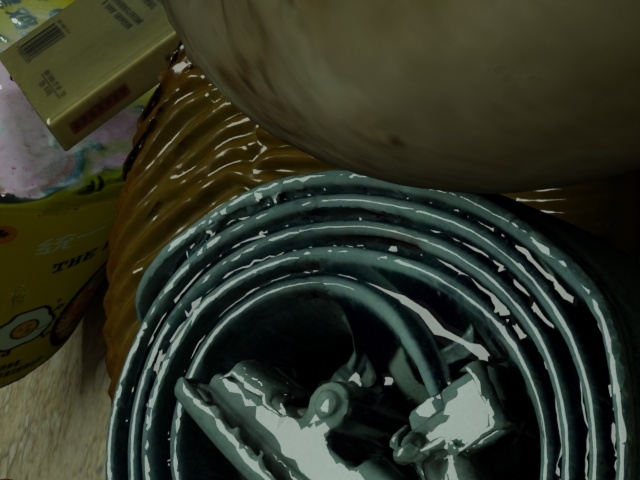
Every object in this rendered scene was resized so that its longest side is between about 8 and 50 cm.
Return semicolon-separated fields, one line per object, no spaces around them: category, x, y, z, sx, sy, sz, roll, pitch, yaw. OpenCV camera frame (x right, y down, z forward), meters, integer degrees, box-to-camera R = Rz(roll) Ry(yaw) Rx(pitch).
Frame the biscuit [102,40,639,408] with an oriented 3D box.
biscuit;0.005;0.001;0.807;0.318;0.040;0.318;-15;69;44

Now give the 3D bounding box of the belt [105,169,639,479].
belt;0.021;0.077;0.657;0.267;0.116;0.206;21;89;43

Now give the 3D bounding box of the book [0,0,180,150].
book;-0.080;-0.149;1.090;0.231;0.026;0.161;-36;27;-3

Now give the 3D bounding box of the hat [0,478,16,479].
hat;-0.177;0.324;0.913;0.285;0.285;0.400;-55;48;37

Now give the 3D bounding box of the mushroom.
mushroom;0.066;-0.195;0.580;0.362;0.294;0.362;-43;28;30

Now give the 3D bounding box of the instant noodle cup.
instant noodle cup;-0.257;-0.062;1.271;0.254;0.325;0.326;117;157;-44
